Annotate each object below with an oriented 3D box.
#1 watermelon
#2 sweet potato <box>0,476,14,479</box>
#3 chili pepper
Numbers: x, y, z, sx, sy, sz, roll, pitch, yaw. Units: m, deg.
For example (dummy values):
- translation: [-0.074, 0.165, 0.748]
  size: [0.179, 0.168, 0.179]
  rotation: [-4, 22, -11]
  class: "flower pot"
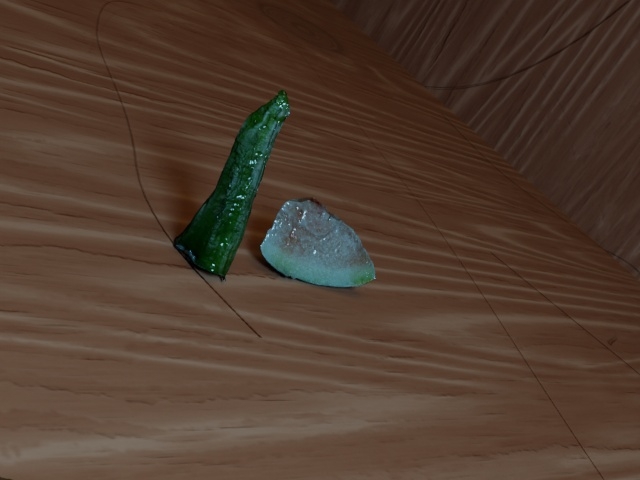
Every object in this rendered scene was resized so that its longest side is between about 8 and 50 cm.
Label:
- translation: [-0.004, 0.008, 1.271]
  size: [0.180, 0.094, 0.081]
  rotation: [36, 13, -39]
  class: "watermelon"
- translation: [-0.164, 0.209, 0.644]
  size: [0.314, 0.066, 0.072]
  rotation: [34, 15, 9]
  class: "sweet potato"
- translation: [-0.089, -0.069, 1.116]
  size: [0.059, 0.227, 0.088]
  rotation: [5, 30, -50]
  class: "chili pepper"
